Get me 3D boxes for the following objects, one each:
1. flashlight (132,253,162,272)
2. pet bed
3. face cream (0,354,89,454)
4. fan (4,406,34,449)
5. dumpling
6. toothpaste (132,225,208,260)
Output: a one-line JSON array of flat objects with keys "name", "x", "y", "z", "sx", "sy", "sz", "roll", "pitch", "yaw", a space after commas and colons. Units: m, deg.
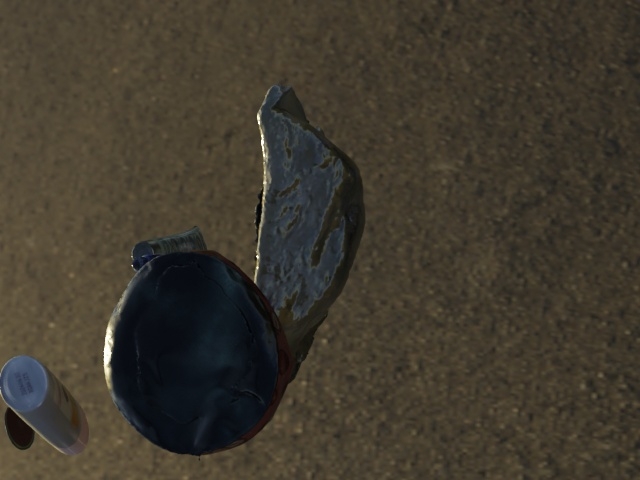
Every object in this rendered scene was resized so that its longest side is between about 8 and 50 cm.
[{"name": "flashlight", "x": -0.202, "y": 0.034, "z": 1.701, "sx": 0.057, "sy": 0.121, "sz": 0.035, "roll": -11, "pitch": 76, "yaw": 39}, {"name": "pet bed", "x": -0.120, "y": 0.110, "z": 1.214, "sx": 0.201, "sy": 0.053, "sz": 0.201, "roll": 0, "pitch": 89, "yaw": 23}, {"name": "face cream", "x": -0.319, "y": 0.194, "z": 1.485, "sx": 0.057, "sy": 0.198, "sz": 0.084, "roll": -23, "pitch": 69, "yaw": -4}, {"name": "fan", "x": -0.516, "y": 0.315, "z": 2.221, "sx": 0.005, "sy": 0.133, "sz": 0.085, "roll": -18, "pitch": 103, "yaw": 18}, {"name": "dumpling", "x": 0.000, "y": 0.000, "z": 1.398, "sx": 0.086, "sy": 0.166, "sz": 0.332, "roll": 8, "pitch": 96, "yaw": 46}, {"name": "toothpaste", "x": -0.219, "y": 0.012, "z": 1.918, "sx": 0.039, "sy": 0.239, "sz": 0.062, "roll": -25, "pitch": 87, "yaw": 17}]
